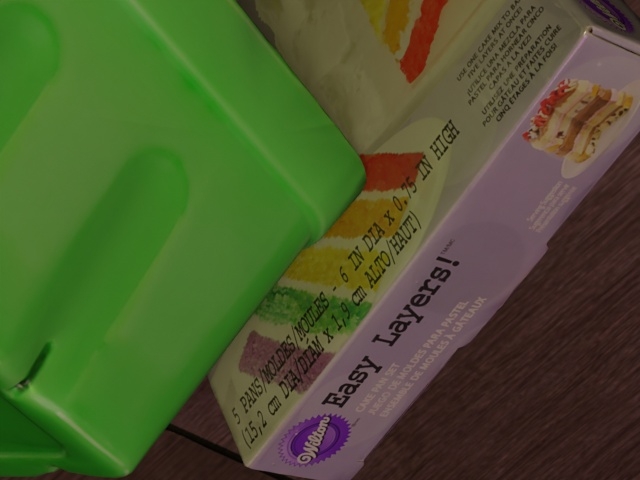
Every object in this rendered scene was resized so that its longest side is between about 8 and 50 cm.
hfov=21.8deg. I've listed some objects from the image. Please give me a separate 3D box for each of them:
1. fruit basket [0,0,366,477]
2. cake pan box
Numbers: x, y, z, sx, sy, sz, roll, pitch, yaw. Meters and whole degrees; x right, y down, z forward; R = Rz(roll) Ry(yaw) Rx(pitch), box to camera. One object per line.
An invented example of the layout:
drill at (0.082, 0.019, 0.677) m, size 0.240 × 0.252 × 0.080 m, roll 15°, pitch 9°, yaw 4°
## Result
fruit basket at (-0.141, -0.132, 0.654) m, size 0.283 × 0.392 × 0.392 m, roll -6°, pitch 153°, yaw 36°
cake pan box at (0.012, -0.057, 0.777) m, size 0.070 × 0.245 × 0.267 m, roll 16°, pitch 123°, yaw -36°
